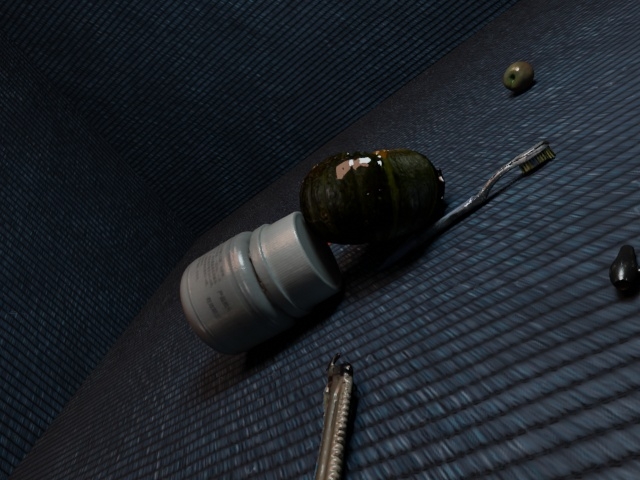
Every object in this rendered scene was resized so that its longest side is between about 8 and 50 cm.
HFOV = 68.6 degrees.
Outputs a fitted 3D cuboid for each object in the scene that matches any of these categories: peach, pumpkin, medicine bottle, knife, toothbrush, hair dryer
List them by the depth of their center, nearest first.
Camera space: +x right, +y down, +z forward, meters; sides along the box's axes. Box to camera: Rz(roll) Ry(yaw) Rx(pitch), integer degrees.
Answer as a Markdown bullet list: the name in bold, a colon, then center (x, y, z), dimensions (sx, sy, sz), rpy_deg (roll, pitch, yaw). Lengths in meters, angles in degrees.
- **hair dryer**: center (0.381, 0.029, 0.538), dimensions (0.083, 0.031, 0.079), rpy_deg (-3, 29, 41)
- **knife**: center (0.012, 0.294, 0.613), dimensions (0.365, 0.043, 0.089), rpy_deg (-75, 6, -59)
- **toothbrush**: center (0.280, -0.061, 0.944), dimensions (0.413, 0.042, 0.035), rpy_deg (-37, 1, 14)
- **pumpkin**: center (0.105, -0.096, 1.016), dimensions (0.321, 0.192, 0.320), rpy_deg (-7, 8, 1)
- **medicine bottle**: center (-0.130, 0.094, 1.058), dimensions (0.306, 0.245, 0.245), rpy_deg (-29, 19, 16)
- **peach**: center (0.547, -0.451, 1.290), dimensions (0.083, 0.083, 0.083), rpy_deg (-36, 17, 13)

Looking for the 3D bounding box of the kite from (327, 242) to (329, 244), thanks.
- **kite**: center (0.000, 0.000, 1.421), dimensions (0.190, 0.010, 0.159), rpy_deg (-42, 19, 0)
